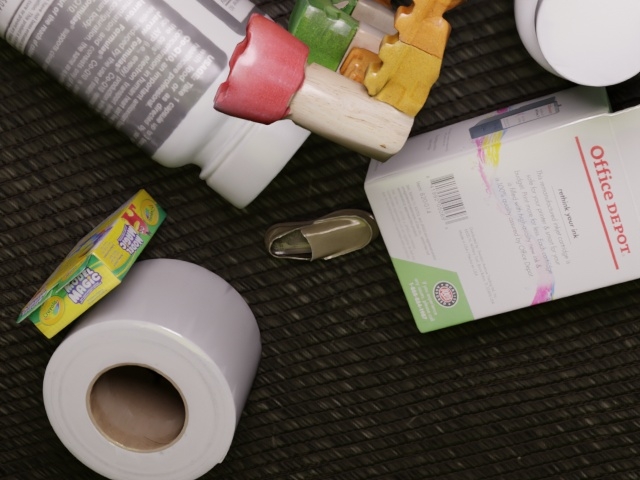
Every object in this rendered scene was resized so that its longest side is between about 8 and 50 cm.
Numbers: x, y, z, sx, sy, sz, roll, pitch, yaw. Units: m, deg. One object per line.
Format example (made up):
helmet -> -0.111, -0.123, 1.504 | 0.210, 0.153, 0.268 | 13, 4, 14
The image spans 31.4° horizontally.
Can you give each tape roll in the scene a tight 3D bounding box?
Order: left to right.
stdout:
tape roll -> -0.209, 0.167, 1.449 | 0.246, 0.169, 0.246 | 4, 115, 8

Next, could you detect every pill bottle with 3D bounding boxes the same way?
pill bottle -> -0.174, -0.211, 1.242 | 0.361, 0.204, 0.204 | 39, 115, -9
pill bottle -> 0.265, -0.242, 1.115 | 0.152, 0.272, 0.152 | 4, 116, 8

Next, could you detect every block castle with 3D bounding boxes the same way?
block castle -> 0.024, -0.303, 1.030 | 0.212, 0.453, 0.303 | 23, 118, -11

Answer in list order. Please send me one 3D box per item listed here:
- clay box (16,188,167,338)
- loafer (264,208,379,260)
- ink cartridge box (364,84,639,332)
clay box -> -0.272, 0.031, 1.364 | 0.127, 0.222, 0.053 | -37, 105, 23
loafer -> 0.000, 0.000, 1.400 | 0.148, 0.050, 0.056 | -12, 113, 15
ink cartridge box -> 0.251, -0.047, 1.297 | 0.353, 0.119, 0.207 | -15, 111, 17
